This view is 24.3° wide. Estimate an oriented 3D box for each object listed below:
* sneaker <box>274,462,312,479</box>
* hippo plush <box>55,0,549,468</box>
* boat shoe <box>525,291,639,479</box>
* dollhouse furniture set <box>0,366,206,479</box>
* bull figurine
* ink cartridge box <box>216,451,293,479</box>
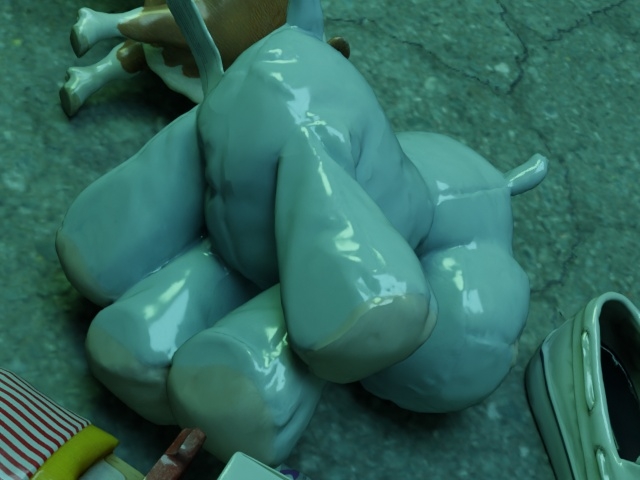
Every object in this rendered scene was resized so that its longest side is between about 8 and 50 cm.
[{"bbox_3d":[0.004,0.152,0.845,0.069,0.038,0.098,-21,74,-38],"label":"sneaker"},{"bbox_3d":[0.000,0.000,0.890,0.236,0.234,0.294,19,56,-52],"label":"hippo plush"},{"bbox_3d":[0.207,0.154,0.898,0.096,0.088,0.267,4,52,-22],"label":"boat shoe"},{"bbox_3d":[-0.234,0.188,0.624,0.201,0.152,0.374,33,47,3],"label":"dollhouse furniture set"},{"bbox_3d":[-0.088,-0.180,0.979,0.188,0.101,0.310,-15,89,-24],"label":"bull figurine"},{"bbox_3d":[-0.058,0.201,0.680,0.072,0.175,0.127,30,46,4],"label":"ink cartridge box"}]
